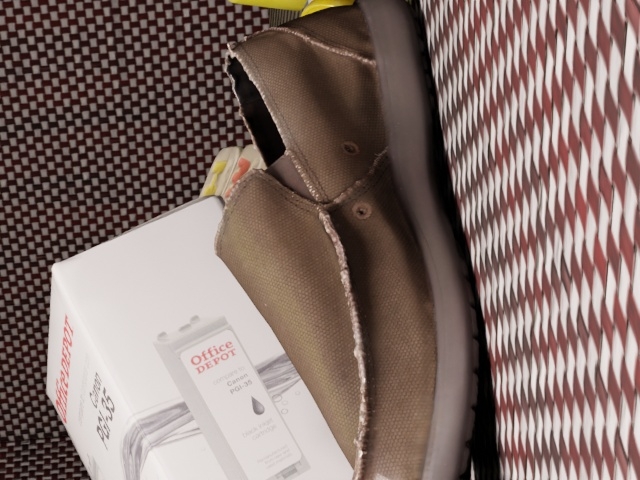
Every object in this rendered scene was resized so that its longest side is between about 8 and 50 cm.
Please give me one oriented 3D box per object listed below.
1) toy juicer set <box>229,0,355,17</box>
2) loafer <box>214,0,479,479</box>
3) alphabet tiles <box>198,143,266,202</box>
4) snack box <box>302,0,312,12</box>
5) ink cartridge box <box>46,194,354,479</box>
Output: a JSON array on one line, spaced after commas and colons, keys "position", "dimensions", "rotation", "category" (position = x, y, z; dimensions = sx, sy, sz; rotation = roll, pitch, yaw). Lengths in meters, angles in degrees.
[{"position": [0.008, -0.103, 1.444], "dimensions": [0.209, 0.089, 0.329], "rotation": [156, 108, -67], "category": "toy juicer set"}, {"position": [0.008, 0.021, 1.037], "dimensions": [0.134, 0.130, 0.366], "rotation": [88, 176, -50], "category": "loafer"}, {"position": [-0.105, 0.059, 1.441], "dimensions": [0.284, 0.021, 0.278], "rotation": [-68, 17, -5], "category": "alphabet tiles"}, {"position": [-0.006, -0.242, 1.857], "dimensions": [0.178, 0.022, 0.064], "rotation": [91, 172, -62], "category": "snack box"}, {"position": [-0.054, 0.147, 1.126], "dimensions": [0.283, 0.117, 0.207], "rotation": [59, 159, 19], "category": "ink cartridge box"}]
